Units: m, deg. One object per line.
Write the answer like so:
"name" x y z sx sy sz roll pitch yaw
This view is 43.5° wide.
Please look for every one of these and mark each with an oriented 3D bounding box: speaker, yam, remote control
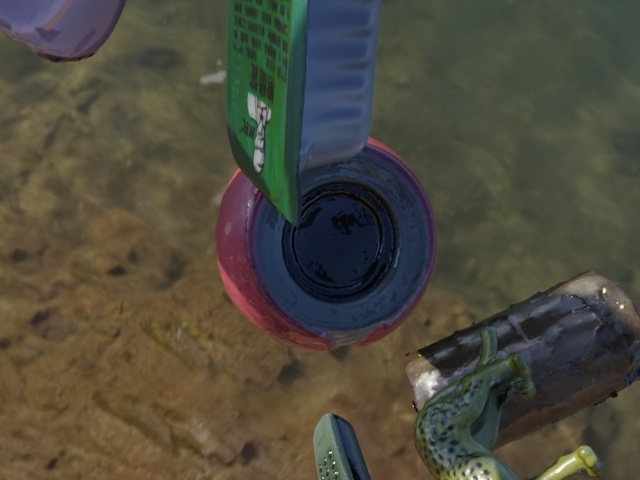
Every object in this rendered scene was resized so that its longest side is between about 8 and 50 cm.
"speaker" 0.000 0.000 1.049 0.294 0.294 0.294 8 57 -12
"yam" 0.218 0.128 0.839 0.129 0.238 0.128 57 14 -11
"remote control" 0.034 0.290 0.872 0.042 0.072 0.222 6 43 -24

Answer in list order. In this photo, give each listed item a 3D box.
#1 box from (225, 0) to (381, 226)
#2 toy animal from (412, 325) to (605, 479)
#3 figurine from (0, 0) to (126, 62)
"box" -0.015 -0.213 0.793 0.106 0.336 0.264 -5 24 -19
"toy animal" 0.104 0.148 0.551 0.136 0.073 0.181 -27 39 1
"figurine" -0.038 -0.206 0.285 0.206 0.316 0.284 48 25 -14
